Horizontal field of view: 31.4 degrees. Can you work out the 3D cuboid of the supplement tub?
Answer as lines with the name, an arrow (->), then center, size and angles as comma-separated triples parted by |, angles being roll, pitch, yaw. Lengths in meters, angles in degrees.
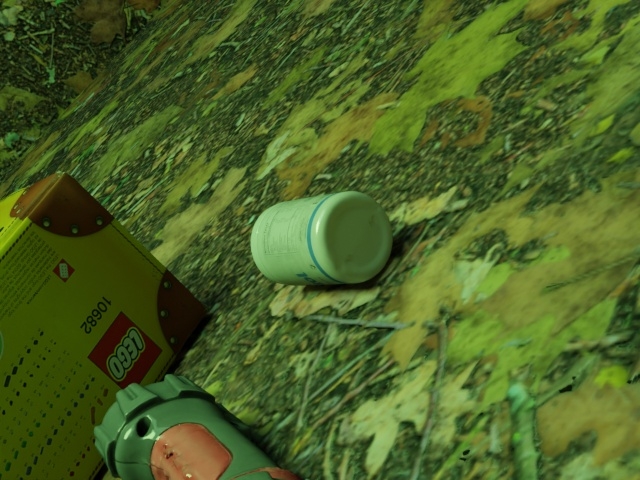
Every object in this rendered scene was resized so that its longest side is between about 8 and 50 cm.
supplement tub -> 0.000, 0.000, 0.888 | 0.071, 0.071, 0.107 | -52, 22, -23

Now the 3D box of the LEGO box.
LEGO box -> -0.382, 0.207, 1.002 | 0.372, 0.193, 0.500 | -16, 33, 50

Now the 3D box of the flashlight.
flashlight -> -0.071, 0.153, 0.679 | 0.103, 0.103, 0.304 | -50, 23, -10
